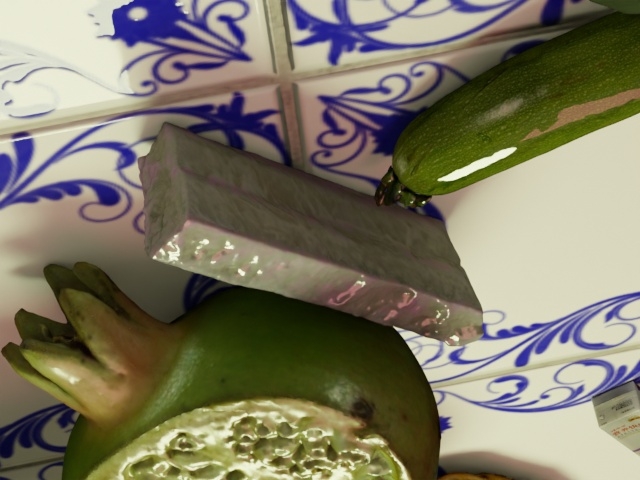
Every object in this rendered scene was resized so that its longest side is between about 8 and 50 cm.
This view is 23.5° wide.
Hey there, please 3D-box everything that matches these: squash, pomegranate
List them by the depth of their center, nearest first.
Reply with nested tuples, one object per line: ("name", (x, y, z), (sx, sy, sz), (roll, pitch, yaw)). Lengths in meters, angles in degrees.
("squash", (0.161, -0.101, 1.029), (0.318, 0.080, 0.071), (-27, 107, 20))
("pomegranate", (-0.077, 0.132, 1.206), (0.358, 0.216, 0.310), (42, 122, -17))

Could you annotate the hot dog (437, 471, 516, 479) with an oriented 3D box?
("hot dog", (0.180, 0.304, 1.665), (0.131, 0.069, 0.253), (-35, 144, 24))

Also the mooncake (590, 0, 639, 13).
("mooncake", (0.141, -0.191, 0.849), (0.168, 0.104, 0.175), (-29, 147, 19))

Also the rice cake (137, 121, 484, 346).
("rice cake", (-0.002, -0.002, 1.096), (0.298, 0.106, 0.050), (18, 127, -39))

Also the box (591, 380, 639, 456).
("box", (0.321, 0.182, 1.558), (0.051, 0.036, 0.117), (-26, 144, 21))
